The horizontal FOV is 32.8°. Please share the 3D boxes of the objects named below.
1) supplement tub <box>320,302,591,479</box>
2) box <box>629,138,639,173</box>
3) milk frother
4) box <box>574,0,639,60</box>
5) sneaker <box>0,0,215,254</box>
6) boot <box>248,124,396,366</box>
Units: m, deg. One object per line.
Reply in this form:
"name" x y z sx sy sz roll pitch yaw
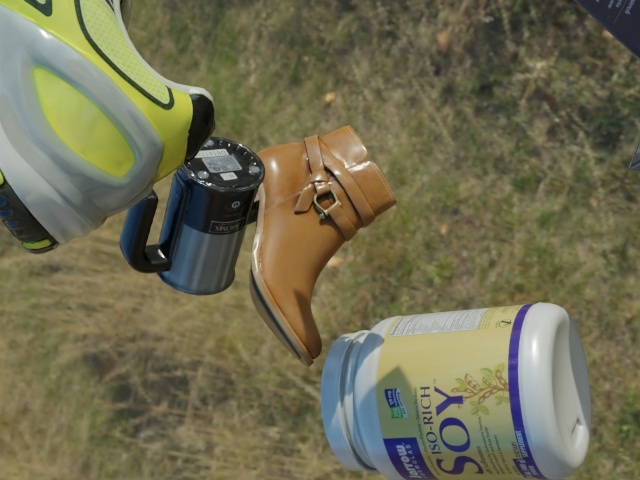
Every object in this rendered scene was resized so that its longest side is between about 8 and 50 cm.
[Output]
"supplement tub" 0.192 0.219 1.539 0.331 0.241 0.241 -8 66 27
"box" 0.565 -0.111 1.510 0.059 0.183 0.233 -66 6 -13
"milk frother" -0.135 -0.044 1.060 0.143 0.129 0.134 -107 29 -47
"box" 0.391 -0.382 1.379 0.381 0.191 0.143 53 142 28
"sneaker" -0.192 -0.188 0.664 0.384 0.147 0.145 66 168 1
"boot" 0.000 0.000 1.402 0.283 0.220 0.109 63 168 18
